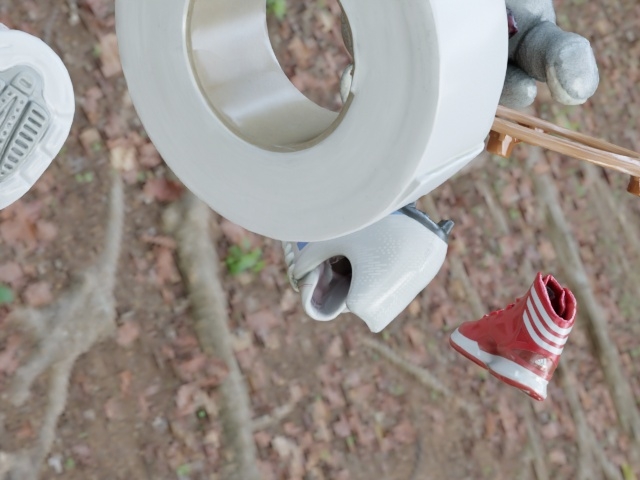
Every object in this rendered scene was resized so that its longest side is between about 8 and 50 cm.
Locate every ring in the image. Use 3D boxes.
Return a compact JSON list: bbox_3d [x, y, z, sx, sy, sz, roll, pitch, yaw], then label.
[{"bbox_3d":[0.185,-0.098,1.279,0.336,0.336,0.032,3,109,-58],"label":"ring"}]

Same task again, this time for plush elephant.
[{"bbox_3d":[0.137,-0.273,1.626,0.330,0.255,0.272,-149,-135,-78],"label":"plush elephant"}]

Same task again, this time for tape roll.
[{"bbox_3d":[-0.010,-0.145,0.987,0.100,0.286,0.286,-29,96,-50],"label":"tape roll"}]

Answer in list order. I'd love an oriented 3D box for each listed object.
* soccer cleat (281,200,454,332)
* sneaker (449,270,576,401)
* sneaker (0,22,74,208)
[{"bbox_3d":[0.000,0.000,1.366,0.116,0.331,0.143,38,82,-26],"label":"soccer cleat"},{"bbox_3d":[0.228,0.097,1.550,0.087,0.128,0.221,31,1,-19],"label":"sneaker"},{"bbox_3d":[-0.220,-0.018,0.705,0.090,0.232,0.115,43,0,-32],"label":"sneaker"}]
